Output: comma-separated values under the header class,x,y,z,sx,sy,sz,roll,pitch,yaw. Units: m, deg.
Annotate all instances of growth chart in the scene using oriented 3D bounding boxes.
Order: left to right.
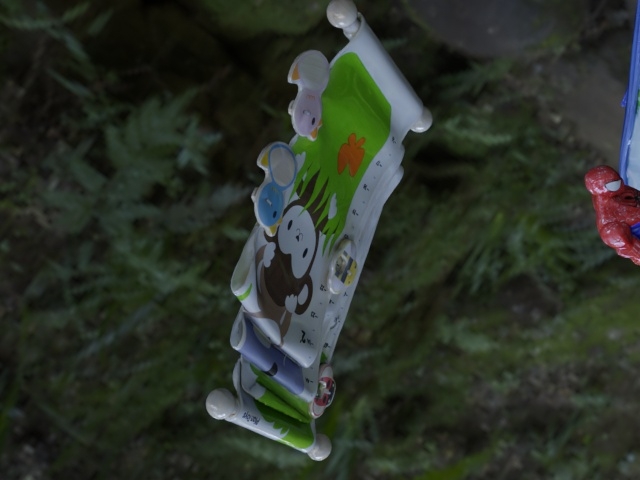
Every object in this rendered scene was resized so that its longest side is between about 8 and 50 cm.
class,x,y,z,sx,sy,sz,roll,pitch,yaw
growth chart,0.000,0.000,0.815,0.021,0.237,0.172,16,176,26

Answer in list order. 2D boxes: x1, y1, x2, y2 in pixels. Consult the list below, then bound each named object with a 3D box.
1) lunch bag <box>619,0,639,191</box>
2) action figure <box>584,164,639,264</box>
class,x,y,z,sx,sy,sz,roll,pitch,yaw
lunch bag,0.244,-0.086,0.771,0.176,0.090,0.219,21,142,20
action figure,0.141,0.003,0.614,0.030,0.038,0.115,-27,134,31
